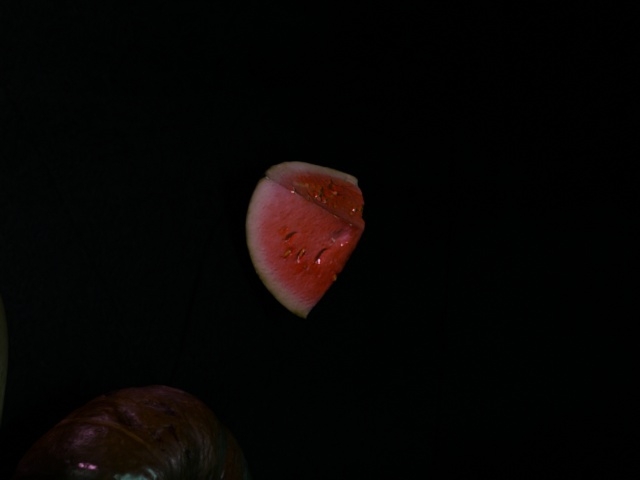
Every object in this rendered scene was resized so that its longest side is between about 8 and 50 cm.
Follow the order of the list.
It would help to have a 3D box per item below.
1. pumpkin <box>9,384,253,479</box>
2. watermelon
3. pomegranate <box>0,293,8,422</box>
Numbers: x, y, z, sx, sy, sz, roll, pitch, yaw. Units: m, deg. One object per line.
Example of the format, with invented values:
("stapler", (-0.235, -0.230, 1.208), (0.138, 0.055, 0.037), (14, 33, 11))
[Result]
("pumpkin", (-0.132, 0.214, 1.382), (0.219, 0.162, 0.219), (-2, 92, -46))
("watermelon", (0.000, 0.000, 1.594), (0.125, 0.094, 0.135), (0, 91, -56))
("pomegranate", (-0.324, 0.052, 1.046), (0.338, 0.338, 0.338), (5, 84, -48))
